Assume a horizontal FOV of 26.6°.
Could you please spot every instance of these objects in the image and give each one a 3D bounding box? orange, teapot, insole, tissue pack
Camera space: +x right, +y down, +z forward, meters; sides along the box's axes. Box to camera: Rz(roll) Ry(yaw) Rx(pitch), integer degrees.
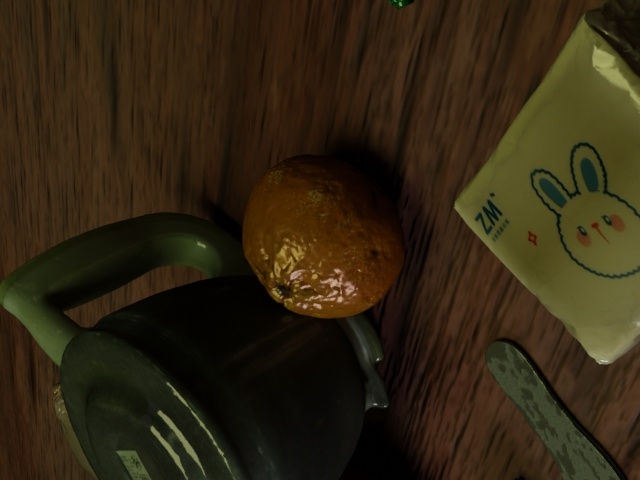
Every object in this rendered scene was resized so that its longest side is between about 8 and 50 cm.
[{"bbox_3d":[-0.001,-0.002,1.051,0.135,0.117,0.136,28,131,37],"label":"orange"},{"bbox_3d":[-0.094,0.123,1.176,0.321,0.239,0.240,15,128,43],"label":"teapot"},{"bbox_3d":[0.188,0.156,1.026,0.193,0.006,0.065,54,149,8],"label":"insole"},{"bbox_3d":[0.178,-0.036,0.787,0.148,0.092,0.196,48,148,14],"label":"tissue pack"}]

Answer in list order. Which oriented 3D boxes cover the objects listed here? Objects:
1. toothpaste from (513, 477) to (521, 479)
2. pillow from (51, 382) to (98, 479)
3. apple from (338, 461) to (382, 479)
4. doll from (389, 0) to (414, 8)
[{"bbox_3d":[0.162,0.274,1.137,0.043,0.037,0.178,36,143,35],"label":"toothpaste"},{"bbox_3d":[-0.244,0.262,1.678,0.270,0.067,0.173,15,134,50],"label":"pillow"},{"bbox_3d":[0.004,0.320,1.234,0.230,0.230,0.230,35,142,33],"label":"apple"},{"bbox_3d":[0.016,-0.226,0.827,0.186,0.106,0.134,38,105,4],"label":"doll"}]
